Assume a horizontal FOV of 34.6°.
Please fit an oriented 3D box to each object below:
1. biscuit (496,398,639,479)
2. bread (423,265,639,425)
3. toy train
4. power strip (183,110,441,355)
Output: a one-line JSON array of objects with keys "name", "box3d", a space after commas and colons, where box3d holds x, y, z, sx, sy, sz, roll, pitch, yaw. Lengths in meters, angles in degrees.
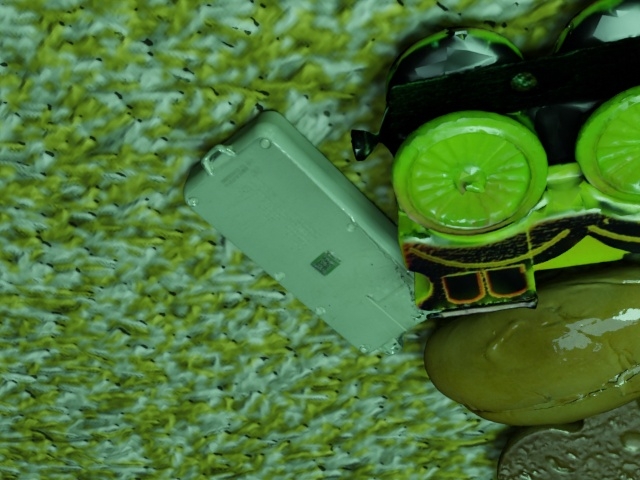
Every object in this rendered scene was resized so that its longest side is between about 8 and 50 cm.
[{"name": "biscuit", "box3d": [0.227, 0.149, 0.732, 0.205, 0.031, 0.138, -15, 108, 16]}, {"name": "bread", "box3d": [0.152, 0.074, 0.655, 0.189, 0.077, 0.114, -25, 145, 31]}, {"name": "toy train", "box3d": [0.171, -0.050, 0.561, 0.296, 0.100, 0.160, -9, 132, 13]}, {"name": "power strip", "box3d": [0.000, 0.000, 0.659, 0.081, 0.035, 0.192, -36, 115, 28]}]
